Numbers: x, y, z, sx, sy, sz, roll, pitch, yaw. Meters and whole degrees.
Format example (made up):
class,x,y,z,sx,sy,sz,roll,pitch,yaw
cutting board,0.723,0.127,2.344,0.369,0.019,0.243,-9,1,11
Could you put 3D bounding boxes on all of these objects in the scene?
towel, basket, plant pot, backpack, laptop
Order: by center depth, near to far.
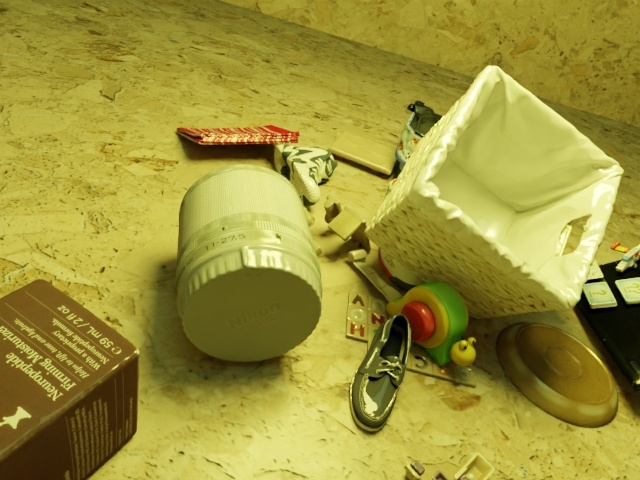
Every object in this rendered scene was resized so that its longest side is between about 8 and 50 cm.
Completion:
class,x,y,z,sx,sy,sz,roll,pitch,yaw
basket,0.307,-0.069,0.907,0.331,0.266,0.328,36,65,-7
plant pot,0.450,0.236,0.910,0.236,0.032,0.236,12,35,-9
laptop,0.793,0.207,1.011,0.407,0.236,0.382,-18,23,13
towel,-0.214,-0.280,1.263,0.274,0.031,0.199,-8,21,-30
backpack,0.329,-0.250,1.363,0.276,0.213,0.263,23,26,12

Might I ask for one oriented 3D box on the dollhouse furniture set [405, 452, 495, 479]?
class,x,y,z,sx,sy,sz,roll,pitch,yaw
dollhouse furniture set,0.192,0.303,0.660,0.114,0.081,0.091,-19,49,-40

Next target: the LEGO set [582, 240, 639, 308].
class,x,y,z,sx,sy,sz,roll,pitch,yaw
LEGO set,0.676,0.052,1.085,0.182,0.060,0.244,-10,26,20

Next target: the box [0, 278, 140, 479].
class,x,y,z,sx,sy,sz,roll,pitch,yaw
box,-0.329,0.184,0.517,0.168,0.167,0.203,29,37,16

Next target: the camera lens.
class,x,y,z,sx,sy,sz,roll,pitch,yaw
camera lens,-0.119,0.025,0.782,0.219,0.219,0.274,5,37,-18

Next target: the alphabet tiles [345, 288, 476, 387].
class,x,y,z,sx,sy,sz,roll,pitch,yaw
alphabet tiles,0.163,0.164,0.901,0.237,0.009,0.198,15,35,-4

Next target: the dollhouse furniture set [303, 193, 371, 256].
class,x,y,z,sx,sy,sz,roll,pitch,yaw
dollhouse furniture set,0.000,0.000,1.035,0.151,0.123,0.144,-43,61,-13

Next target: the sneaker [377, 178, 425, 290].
class,x,y,z,sx,sy,sz,roll,pitch,yaw
sneaker,0.184,-0.025,1.047,0.090,0.145,0.270,8,36,-13

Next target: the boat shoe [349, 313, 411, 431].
class,x,y,z,sx,sy,sz,roll,pitch,yaw
boat shoe,0.100,0.199,0.767,0.075,0.065,0.206,24,42,5

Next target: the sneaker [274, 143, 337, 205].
class,x,y,z,sx,sy,sz,roll,pitch,yaw
sneaker,-0.011,-0.171,1.202,0.153,0.094,0.235,-10,33,-21

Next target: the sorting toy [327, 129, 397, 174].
class,x,y,z,sx,sy,sz,roll,pitch,yaw
sorting toy,0.134,-0.260,1.444,0.193,0.038,0.208,23,31,7

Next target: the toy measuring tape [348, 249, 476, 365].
class,x,y,z,sx,sy,sz,roll,pitch,yaw
toy measuring tape,0.169,0.092,0.895,0.121,0.121,0.330,-10,44,-34
